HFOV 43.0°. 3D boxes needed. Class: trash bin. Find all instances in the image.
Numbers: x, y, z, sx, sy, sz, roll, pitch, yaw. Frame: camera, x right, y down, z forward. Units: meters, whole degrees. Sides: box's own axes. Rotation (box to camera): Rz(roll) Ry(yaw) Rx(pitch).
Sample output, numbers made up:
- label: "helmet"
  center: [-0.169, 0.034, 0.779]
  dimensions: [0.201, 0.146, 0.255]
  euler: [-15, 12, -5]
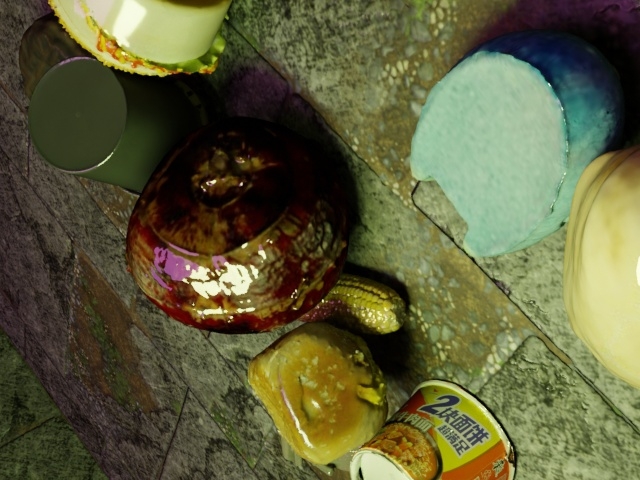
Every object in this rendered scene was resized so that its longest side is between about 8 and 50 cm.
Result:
- label: "trash bin"
  center: [-0.301, -0.178, 1.337]
  dimensions: [0.214, 0.334, 0.214]
  euler: [-1, 88, 16]

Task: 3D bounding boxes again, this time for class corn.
- label: "corn"
  center: [0.018, 0.098, 1.308]
  dimensions: [0.291, 0.101, 0.101]
  euler: [10, 121, 47]

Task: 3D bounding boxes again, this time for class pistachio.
- label: "pistachio"
  center: [0.339, 0.013, 0.746]
  dimensions: [0.321, 0.229, 0.238]
  euler: [95, 156, -57]

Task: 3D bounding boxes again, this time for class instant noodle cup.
- label: "instant noodle cup"
  center: [0.159, 0.344, 1.233]
  dimensions: [0.213, 0.174, 0.213]
  euler: [30, 134, 37]

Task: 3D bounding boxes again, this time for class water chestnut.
- label: "water chestnut"
  center: [-0.113, -0.011, 1.245]
  dimensions: [0.350, 0.350, 0.302]
  euler: [45, 170, 22]

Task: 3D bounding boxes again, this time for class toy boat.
- label: "toy boat"
  center: [0.228, -0.113, 0.922]
  dimensions: [0.215, 0.123, 0.330]
  euler: [59, 156, 17]

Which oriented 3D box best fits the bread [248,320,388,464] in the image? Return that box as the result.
- label: "bread"
  center: [0.001, 0.221, 1.246]
  dimensions: [0.196, 0.176, 0.246]
  euler: [61, 165, 3]

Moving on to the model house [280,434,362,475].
- label: "model house"
  center: [0.026, 0.314, 1.425]
  dimensions: [0.188, 0.122, 0.229]
  euler: [20, 123, 37]

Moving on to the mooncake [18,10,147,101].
- label: "mooncake"
  center: [-0.439, -0.300, 1.545]
  dimensions: [0.290, 0.161, 0.290]
  euler: [29, 135, 34]

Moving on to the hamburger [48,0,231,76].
- label: "hamburger"
  center: [-0.266, -0.373, 1.186]
  dimensions: [0.179, 0.276, 0.294]
  euler: [-35, 73, 43]
